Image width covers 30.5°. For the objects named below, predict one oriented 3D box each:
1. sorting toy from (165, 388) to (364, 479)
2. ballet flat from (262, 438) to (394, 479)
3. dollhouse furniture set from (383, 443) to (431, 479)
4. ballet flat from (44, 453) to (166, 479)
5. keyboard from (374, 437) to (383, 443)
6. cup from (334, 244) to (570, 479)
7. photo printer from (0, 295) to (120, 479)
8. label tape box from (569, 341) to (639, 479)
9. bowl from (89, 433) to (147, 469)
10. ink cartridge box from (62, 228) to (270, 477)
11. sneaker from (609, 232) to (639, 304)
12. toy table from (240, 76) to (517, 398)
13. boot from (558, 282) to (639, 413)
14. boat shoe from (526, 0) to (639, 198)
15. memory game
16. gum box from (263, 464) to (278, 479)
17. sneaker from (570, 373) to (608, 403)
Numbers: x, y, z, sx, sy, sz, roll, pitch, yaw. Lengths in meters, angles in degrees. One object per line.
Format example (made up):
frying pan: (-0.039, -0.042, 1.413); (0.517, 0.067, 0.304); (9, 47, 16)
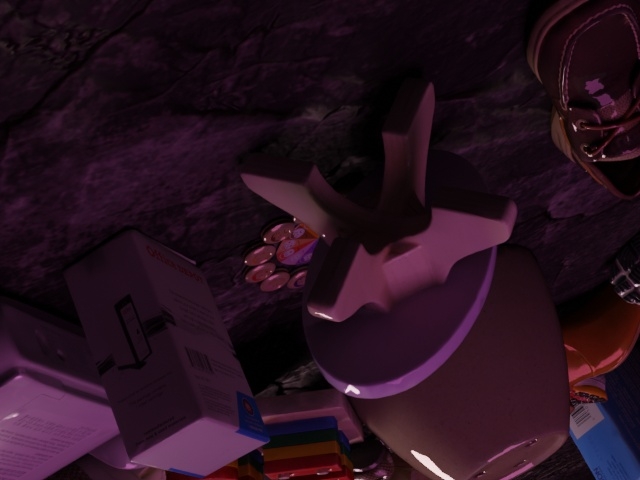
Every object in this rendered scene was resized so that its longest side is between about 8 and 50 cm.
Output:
sorting toy: (-0.080, 0.271, 1.486); (0.255, 0.089, 0.257); (-8, 160, 5)
ballet flat: (0.011, 0.315, 1.671); (0.250, 0.058, 0.084); (-7, -141, 45)
dollhouse furniture set: (0.151, 0.367, 1.896); (0.242, 0.212, 0.161); (-1, -179, -42)
ballet flat: (-0.273, 0.354, 1.532); (0.182, 0.164, 0.483); (-45, 164, -16)
keyboard: (0.046, 0.402, 2.003); (0.256, 0.014, 0.072); (-43, 151, 8)
cup: (0.199, 0.197, 1.569); (0.331, 0.237, 0.331); (-22, 153, -12)
photo printer: (-0.360, 0.190, 1.160); (0.307, 0.107, 0.256); (-32, 154, 10)
label tape box: (0.607, 0.319, 2.171); (0.347, 0.249, 0.115); (-3, 145, -41)
bowl: (-0.207, 0.195, 1.308); (0.142, 0.142, 0.053); (-5, 110, -48)
ink cartridge box: (-0.145, 0.109, 1.113); (0.086, 0.203, 0.148); (-31, 154, 11)
sneaker: (0.551, 0.003, 1.715); (0.275, 0.107, 0.110); (-38, 162, 20)
toy table: (0.062, -0.010, 1.086); (0.252, 0.274, 0.161); (2, 147, 16)
boot: (0.356, 0.154, 1.805); (0.211, 0.104, 0.295); (22, 108, -32)
boat shoe: (0.291, -0.137, 1.171); (0.123, 0.123, 0.342); (-28, 154, 0)
memory game: (0.000, 0.000, 1.270); (0.186, 0.012, 0.186); (-22, 154, -11)
gum box: (-0.072, 0.409, 1.872); (0.188, 0.062, 0.107); (-34, 142, 14)
sneaker: (0.402, 0.212, 1.985); (0.088, 0.093, 0.225); (-13, 153, 42)
